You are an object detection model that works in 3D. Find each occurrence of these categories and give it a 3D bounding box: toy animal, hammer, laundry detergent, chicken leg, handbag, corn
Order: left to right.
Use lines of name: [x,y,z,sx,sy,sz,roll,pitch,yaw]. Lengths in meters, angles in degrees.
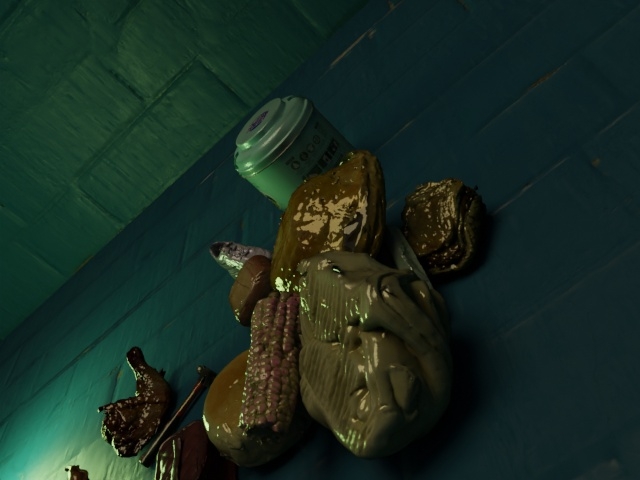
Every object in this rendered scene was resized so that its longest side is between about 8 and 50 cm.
toy animal: [-0.680,0.714,2.063,0.229,0.066,0.224,0,51,53]
chicken leg: [-0.484,0.430,2.070,0.083,0.177,0.323,105,-178,-48]
hammer: [-0.363,0.447,1.981,0.288,0.033,0.111,-55,24,-15]
handbag: [-0.261,0.490,1.614,0.146,0.135,0.225,-36,24,14]
corn: [-0.081,0.233,1.465,0.126,0.126,0.335,-34,31,27]
laundry detergent: [-0.070,-0.234,2.201,0.287,0.305,0.287,-38,25,21]

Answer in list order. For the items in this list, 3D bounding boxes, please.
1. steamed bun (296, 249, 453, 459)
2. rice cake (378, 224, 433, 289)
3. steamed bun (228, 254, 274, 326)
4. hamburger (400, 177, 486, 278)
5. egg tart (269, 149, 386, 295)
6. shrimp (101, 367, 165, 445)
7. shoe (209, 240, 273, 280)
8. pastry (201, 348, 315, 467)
steamed bun: [0.116,0.174,1.343,0.347,0.237,0.394,-56,42,46]
rice cake: [0.168,0.065,1.529,0.085,0.040,0.226,107,149,-42]
steamed bun: [-0.164,0.137,2.046,0.175,0.106,0.145,-59,28,7]
hamburger: [0.256,-0.020,1.576,0.183,0.130,0.206,-20,53,50]
egg tart: [0.000,0.000,1.689,0.443,0.178,0.443,-166,90,-78]
shrimp: [-0.498,0.446,2.133,0.066,0.117,0.262,14,54,22]
shoe: [-0.223,0.049,2.232,0.245,0.137,0.095,-7,50,56]
pastry: [-0.125,0.337,1.592,0.264,0.133,0.265,-25,30,16]
